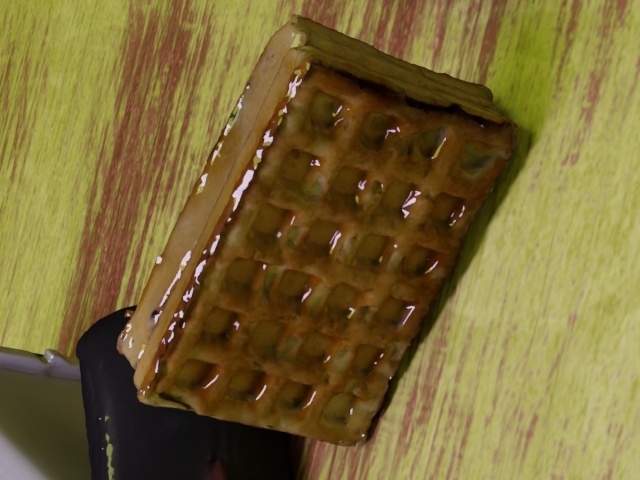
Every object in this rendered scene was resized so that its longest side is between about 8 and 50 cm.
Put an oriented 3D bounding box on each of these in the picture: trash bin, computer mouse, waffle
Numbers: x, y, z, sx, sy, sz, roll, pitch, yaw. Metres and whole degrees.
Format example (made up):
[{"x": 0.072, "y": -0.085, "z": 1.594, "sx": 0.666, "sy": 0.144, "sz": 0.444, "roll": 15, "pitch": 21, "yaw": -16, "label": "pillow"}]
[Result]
[{"x": -0.289, "y": 0.255, "z": 1.667, "sx": 0.368, "sy": 0.296, "sz": 0.256, "roll": 31, "pitch": 102, "yaw": 50, "label": "trash bin"}, {"x": -0.111, "y": 0.157, "z": 1.529, "sx": 0.100, "sy": 0.170, "sz": 0.269, "roll": 122, "pitch": 144, "yaw": -49, "label": "computer mouse"}, {"x": 0.000, "y": -0.001, "z": 1.395, "sx": 0.308, "sy": 0.213, "sz": 0.091, "roll": -63, "pitch": 33, "yaw": 19, "label": "waffle"}]
